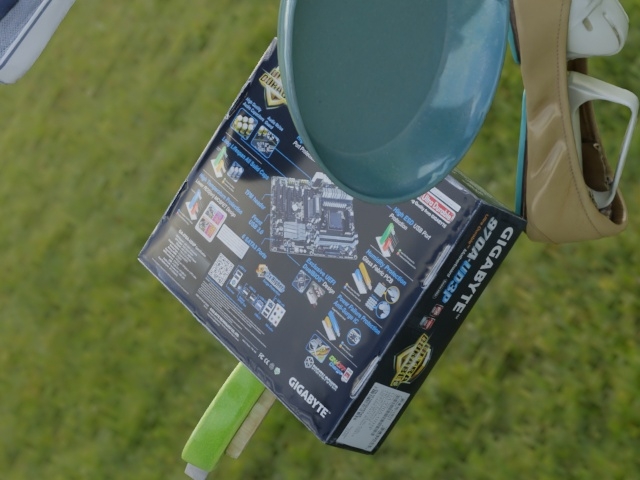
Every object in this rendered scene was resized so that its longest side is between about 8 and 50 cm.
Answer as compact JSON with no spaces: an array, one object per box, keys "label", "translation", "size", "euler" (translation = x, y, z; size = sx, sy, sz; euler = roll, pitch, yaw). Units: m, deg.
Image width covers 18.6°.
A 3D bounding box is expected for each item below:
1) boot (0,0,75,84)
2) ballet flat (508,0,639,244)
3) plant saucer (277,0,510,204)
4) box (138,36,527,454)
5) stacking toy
[{"label":"boot","translation":[-0.179,-0.194,1.210],"size":[0.190,0.086,0.069],"euler":[-57,28,4]},{"label":"ballet flat","translation":[0.147,-0.101,1.123],"size":[0.073,0.232,0.080],"euler":[6,37,19]},{"label":"plant saucer","translation":[0.022,-0.072,0.665],"size":[0.021,0.119,0.119],"euler":[13,73,39]},{"label":"box","translation":[0.000,0.000,1.216],"size":[0.220,0.051,0.175],"euler":[41,103,40]},{"label":"stacking toy","translation":[0.005,0.124,1.762],"size":[0.279,0.130,0.309],"euler":[-55,-4,-14]}]
